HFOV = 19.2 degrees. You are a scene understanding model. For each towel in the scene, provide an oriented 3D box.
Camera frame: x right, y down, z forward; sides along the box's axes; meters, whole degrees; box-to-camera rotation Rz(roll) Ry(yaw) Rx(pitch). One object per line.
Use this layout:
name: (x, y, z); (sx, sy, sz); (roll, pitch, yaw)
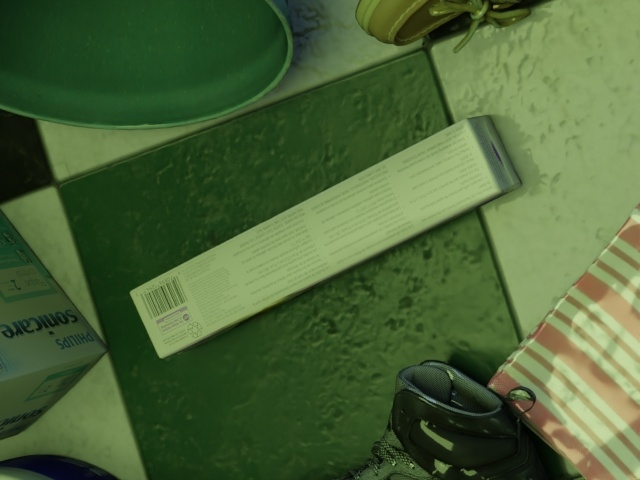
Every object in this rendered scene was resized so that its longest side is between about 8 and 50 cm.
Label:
towel: (0.234, 0.087, 1.419); (0.144, 0.029, 0.197); (42, 108, 13)

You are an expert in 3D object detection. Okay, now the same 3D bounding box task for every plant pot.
plant pot: (-0.163, -0.235, 1.443); (0.293, 0.293, 0.196); (-9, 64, 23)

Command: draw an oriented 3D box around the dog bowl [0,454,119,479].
dog bowl: (-0.249, 0.317, 1.596); (0.265, 0.104, 0.265); (2, 95, 22)

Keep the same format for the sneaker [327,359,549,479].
sneaker: (0.050, 0.173, 1.455); (0.268, 0.101, 0.153); (-5, 103, 17)

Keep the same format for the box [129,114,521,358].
box: (0.000, 0.000, 1.489); (0.324, 0.063, 0.067); (-28, 85, 22)

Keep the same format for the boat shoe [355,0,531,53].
boat shoe: (0.153, -0.219, 1.386); (0.285, 0.104, 0.089); (-34, 79, 20)

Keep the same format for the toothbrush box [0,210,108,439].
toothbrush box: (-0.349, 0.030, 1.553); (0.126, 0.216, 0.295); (-42, 78, 20)
